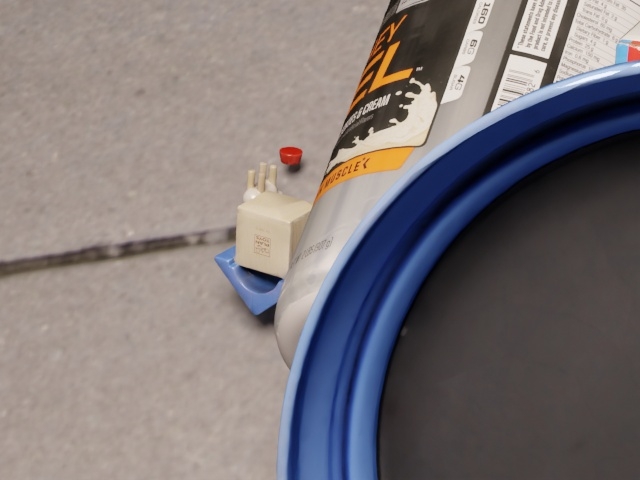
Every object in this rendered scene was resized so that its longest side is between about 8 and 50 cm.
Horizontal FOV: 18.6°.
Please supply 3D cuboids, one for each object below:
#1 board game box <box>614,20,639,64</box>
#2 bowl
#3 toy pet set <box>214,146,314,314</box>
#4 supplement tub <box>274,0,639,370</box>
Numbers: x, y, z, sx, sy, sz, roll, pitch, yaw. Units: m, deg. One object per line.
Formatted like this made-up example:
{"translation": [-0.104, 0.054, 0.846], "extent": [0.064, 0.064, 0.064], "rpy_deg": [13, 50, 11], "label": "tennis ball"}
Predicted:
{"translation": [0.343, -0.084, 0.986], "extent": [0.302, 0.086, 0.308], "rpy_deg": [18, 34, 26], "label": "board game box"}
{"translation": [0.175, 0.111, 0.868], "extent": [0.391, 0.077, 0.391], "rpy_deg": [3, 99, 18], "label": "bowl"}
{"translation": [0.000, 0.000, 1.198], "extent": [0.122, 0.065, 0.114], "rpy_deg": [16, 27, 28], "label": "toy pet set"}
{"translation": [0.108, -0.048, 1.087], "extent": [0.194, 0.193, 0.316], "rpy_deg": [5, 56, 25], "label": "supplement tub"}
